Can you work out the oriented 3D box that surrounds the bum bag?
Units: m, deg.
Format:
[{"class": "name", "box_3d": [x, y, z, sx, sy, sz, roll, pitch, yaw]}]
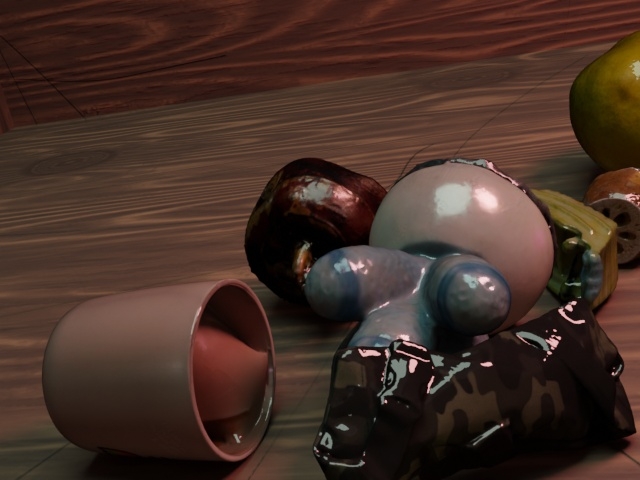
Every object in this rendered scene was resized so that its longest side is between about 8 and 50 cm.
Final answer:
[{"class": "bum bag", "box_3d": [0.145, 0.146, 0.830, 0.340, 0.144, 0.095, -10, -12, -21]}]

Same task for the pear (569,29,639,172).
[{"class": "pear", "box_3d": [0.543, -0.217, 1.455, 0.269, 0.269, 0.321, -15, 21, -11]}]

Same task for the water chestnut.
[{"class": "water chestnut", "box_3d": [0.000, 0.000, 1.236, 0.223, 0.224, 0.238, -1, 38, 26]}]

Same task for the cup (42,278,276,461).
[{"class": "cup", "box_3d": [-0.167, 0.148, 1.018, 0.200, 0.192, 0.253, -6, -8, 23]}]

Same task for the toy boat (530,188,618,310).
[{"class": "toy boat", "box_3d": [0.322, 0.005, 1.194, 0.084, 0.111, 0.276, -9, 19, -10]}]

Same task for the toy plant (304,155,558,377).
[{"class": "toy plant", "box_3d": [0.115, 0.073, 0.992, 0.247, 0.247, 0.332, 0, 27, 27]}]

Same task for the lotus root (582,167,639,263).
[{"class": "lotus root", "box_3d": [0.413, -0.031, 1.223, 0.112, 0.122, 0.081, 12, 32, 29]}]
